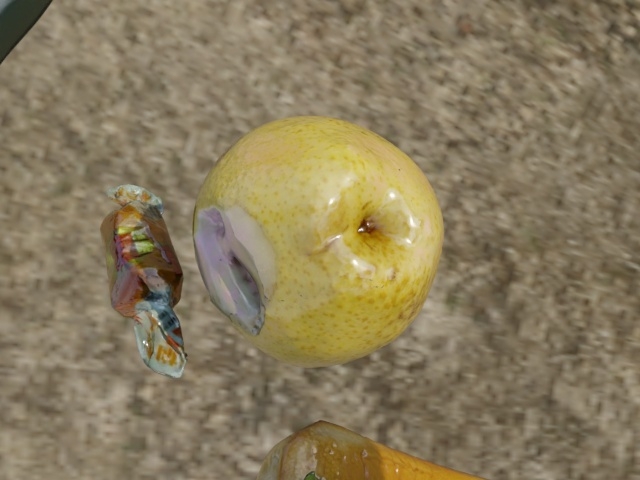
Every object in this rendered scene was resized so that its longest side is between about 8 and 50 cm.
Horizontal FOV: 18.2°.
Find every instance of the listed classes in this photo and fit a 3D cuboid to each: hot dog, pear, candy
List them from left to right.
[{"bbox_3d":[-0.123,0.018,1.397,0.182,0.053,0.046,-106,29,-43],"label":"candy"},{"bbox_3d":[0.000,0.000,1.314,0.178,0.178,0.178,-4,81,28],"label":"pear"},{"bbox_3d":[0.051,0.155,0.973,0.076,0.250,0.104,-49,49,20],"label":"hot dog"}]

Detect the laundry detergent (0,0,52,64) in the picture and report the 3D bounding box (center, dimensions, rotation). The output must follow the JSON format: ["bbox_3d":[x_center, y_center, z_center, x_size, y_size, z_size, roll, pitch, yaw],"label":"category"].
[{"bbox_3d":[-0.184,-0.102,0.793,0.144,0.078,0.222,24,71,-3],"label":"laundry detergent"}]
